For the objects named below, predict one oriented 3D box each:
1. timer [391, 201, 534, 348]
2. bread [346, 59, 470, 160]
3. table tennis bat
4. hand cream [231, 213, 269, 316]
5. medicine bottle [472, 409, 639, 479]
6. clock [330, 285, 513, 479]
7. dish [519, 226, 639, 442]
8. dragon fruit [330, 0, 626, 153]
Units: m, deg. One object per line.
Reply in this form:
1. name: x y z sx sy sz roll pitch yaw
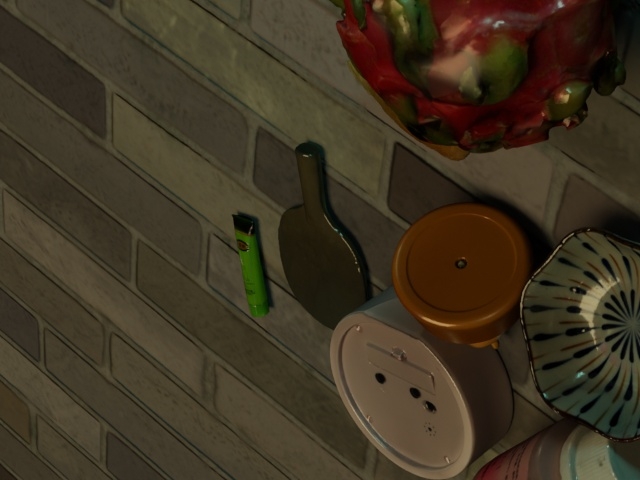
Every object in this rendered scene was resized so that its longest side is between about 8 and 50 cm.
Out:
1. timer: 0.145 0.055 1.836 0.132 0.132 0.152 36 166 28
2. bread: 0.097 -0.132 1.778 0.136 0.054 0.154 58 149 -8
3. table tennis bat: 0.000 0.000 2.039 0.131 0.022 0.234 28 139 37
4. hand cream: -0.076 0.028 2.153 0.036 0.023 0.122 22 129 46
5. medicine bottle: 0.245 0.237 1.812 0.147 0.147 0.247 54 146 4
6. clock: 0.102 0.144 1.983 0.197 0.068 0.197 31 138 33
7. dish: 0.266 0.079 1.700 0.191 0.066 0.190 8 102 43
8. dragon fruit: 0.116 -0.216 1.523 0.237 0.231 0.302 39 -155 -89
